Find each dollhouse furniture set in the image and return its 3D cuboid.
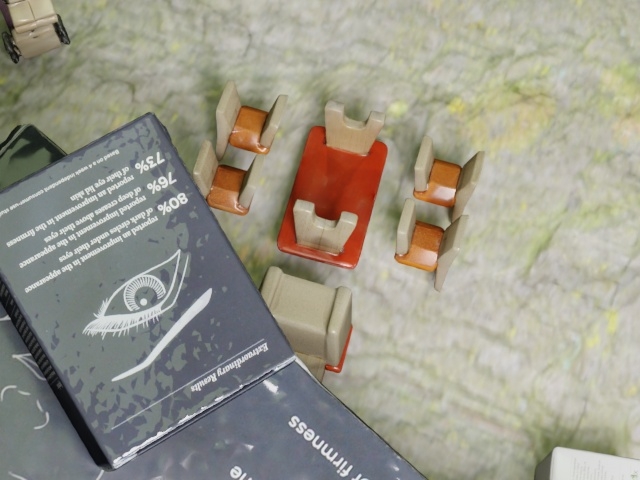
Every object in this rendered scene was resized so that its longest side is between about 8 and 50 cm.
[{"bbox_3d":[0.000,0.000,1.492,0.262,0.135,0.259,16,60,2],"label":"dollhouse furniture set"}]

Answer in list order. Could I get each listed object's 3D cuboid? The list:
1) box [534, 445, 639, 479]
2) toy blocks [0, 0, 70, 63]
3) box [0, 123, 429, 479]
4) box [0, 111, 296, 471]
[{"bbox_3d":[0.243,0.252,1.414,0.087,0.101,0.102,10,71,1],"label":"box"},{"bbox_3d":[-0.440,-0.290,1.459,0.309,0.288,0.260,-20,79,-6],"label":"toy blocks"},{"bbox_3d":[-0.229,0.254,1.240,0.480,0.297,0.472,43,73,-4],"label":"box"},{"bbox_3d":[-0.139,0.039,1.092,0.153,0.108,0.207,-29,89,-16],"label":"box"}]
